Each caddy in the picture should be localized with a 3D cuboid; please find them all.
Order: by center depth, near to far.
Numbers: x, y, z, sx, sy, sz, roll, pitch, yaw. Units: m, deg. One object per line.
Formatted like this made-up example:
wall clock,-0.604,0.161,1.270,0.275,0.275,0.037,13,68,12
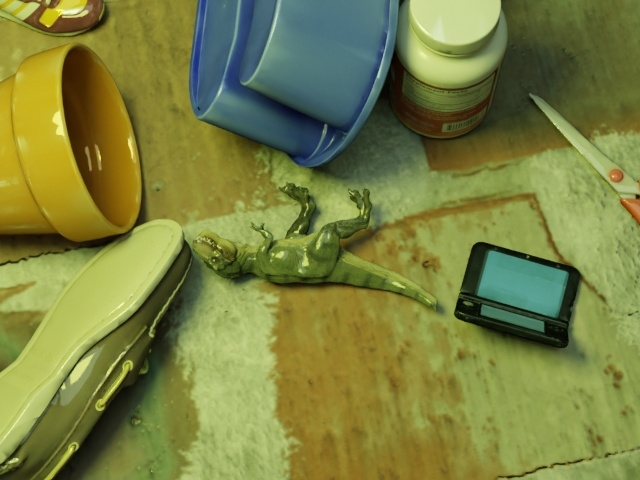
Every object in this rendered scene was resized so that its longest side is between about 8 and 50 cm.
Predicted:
caddy,-0.011,-0.249,1.469,0.179,0.241,0.341,14,70,-25

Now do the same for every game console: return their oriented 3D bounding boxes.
game console,0.210,0.056,1.460,0.122,0.107,0.071,15,101,6

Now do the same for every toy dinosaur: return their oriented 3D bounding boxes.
toy dinosaur,0.000,0.000,1.489,0.268,0.064,0.118,9,75,-1

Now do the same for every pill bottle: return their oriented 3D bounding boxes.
pill bottle,0.135,-0.202,1.466,0.121,0.216,0.121,0,71,1

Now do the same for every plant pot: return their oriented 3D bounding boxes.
plant pot,-0.315,-0.087,1.459,0.187,0.205,0.205,-13,72,12

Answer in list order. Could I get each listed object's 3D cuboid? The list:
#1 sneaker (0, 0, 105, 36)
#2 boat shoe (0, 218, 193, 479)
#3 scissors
sneaker,-0.340,-0.288,1.572,0.185,0.084,0.070,13,73,5
boat shoe,-0.238,0.121,1.431,0.116,0.097,0.324,17,63,49
scissors,0.333,-0.052,1.516,0.297,0.021,0.109,33,77,9
